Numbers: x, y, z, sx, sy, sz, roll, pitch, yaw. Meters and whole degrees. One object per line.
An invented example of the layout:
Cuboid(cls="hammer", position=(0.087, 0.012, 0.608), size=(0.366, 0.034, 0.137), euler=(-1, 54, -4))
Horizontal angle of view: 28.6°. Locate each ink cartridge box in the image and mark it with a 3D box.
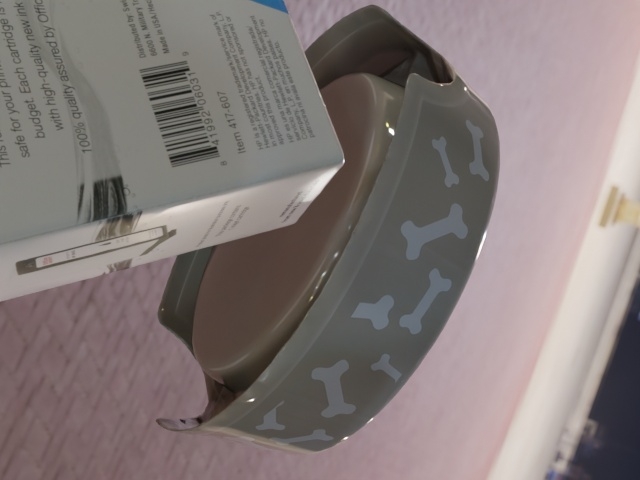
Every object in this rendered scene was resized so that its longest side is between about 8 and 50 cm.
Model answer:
Cuboid(cls="ink cartridge box", position=(-0.114, -0.062, 0.537), size=(0.148, 0.203, 0.086), euler=(70, -23, 13))

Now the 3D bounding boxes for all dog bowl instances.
Cuboid(cls="dog bowl", position=(0.000, 0.000, 0.933), size=(0.349, 0.102, 0.349), euler=(-48, -156, 30))
